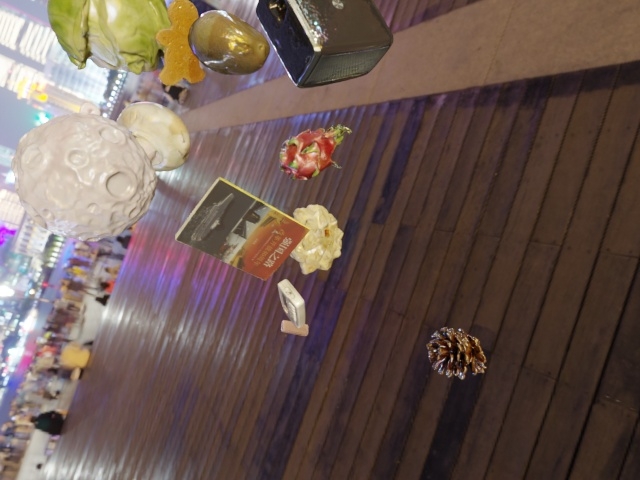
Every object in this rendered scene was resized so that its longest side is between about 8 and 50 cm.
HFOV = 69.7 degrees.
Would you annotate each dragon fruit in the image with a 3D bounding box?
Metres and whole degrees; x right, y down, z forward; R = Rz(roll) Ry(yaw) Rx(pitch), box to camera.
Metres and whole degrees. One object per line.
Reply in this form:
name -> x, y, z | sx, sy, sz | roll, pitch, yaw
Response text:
dragon fruit -> -0.008, -0.254, 1.312 | 0.135, 0.236, 0.137 | 32, 142, 60

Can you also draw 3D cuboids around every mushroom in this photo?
mushroom -> -0.734, -0.427, 1.923 | 0.315, 0.356, 0.314 | 25, 119, 57

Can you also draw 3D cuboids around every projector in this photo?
projector -> 0.017, -0.834, 1.793 | 0.394, 0.405, 0.242 | 61, 148, 8

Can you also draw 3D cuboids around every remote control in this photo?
remote control -> -0.075, 0.184, 1.314 | 0.090, 0.049, 0.230 | 50, 164, 21

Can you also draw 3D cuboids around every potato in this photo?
potato -> -0.241, -0.514, 1.204 | 0.178, 0.235, 0.160 | -46, -25, -41

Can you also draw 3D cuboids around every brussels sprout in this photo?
brussels sprout -> -0.703, -0.789, 1.611 | 0.343, 0.425, 0.360 | 21, 118, 26

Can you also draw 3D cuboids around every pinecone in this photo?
pinecone -> 0.436, 0.365, 1.481 | 0.149, 0.195, 0.179 | -68, 21, 12

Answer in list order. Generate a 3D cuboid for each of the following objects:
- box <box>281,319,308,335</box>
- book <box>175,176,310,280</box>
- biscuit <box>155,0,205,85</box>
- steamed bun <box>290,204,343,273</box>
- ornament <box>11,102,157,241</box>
box -> -0.105, 0.358, 1.872 | 0.025, 0.115, 0.048 | -52, 32, 43
book -> -0.255, -0.026, 1.546 | 0.262, 0.374, 0.028 | -50, 33, 17
biscuit -> -0.402, -0.571, 1.330 | 0.035, 0.158, 0.240 | 42, 133, 37
steamed bun -> 0.000, 0.000, 1.897 | 0.137, 0.292, 0.295 | 0, 69, 43
ornament -> -0.614, -0.157, 1.195 | 0.337, 0.337, 0.336 | -38, 41, 43
